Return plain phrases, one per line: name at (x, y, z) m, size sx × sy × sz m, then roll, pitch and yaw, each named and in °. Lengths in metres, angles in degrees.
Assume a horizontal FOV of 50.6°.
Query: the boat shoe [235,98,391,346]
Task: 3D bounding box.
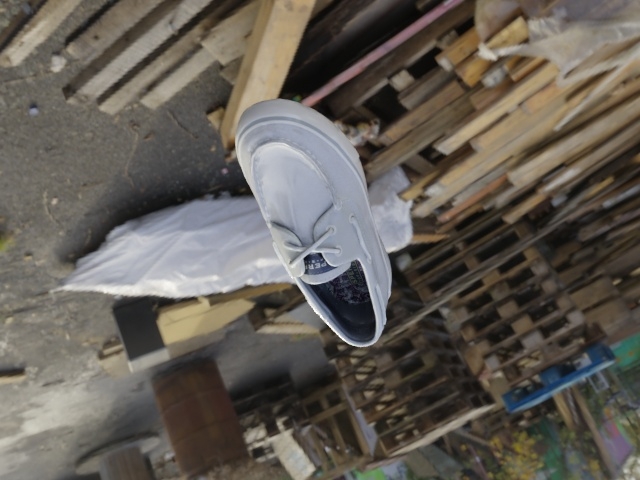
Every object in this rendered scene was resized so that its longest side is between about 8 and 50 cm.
boat shoe at (0.000, 0.000, 0.410) m, size 0.066 × 0.063 × 0.184 m, roll -10°, pitch 137°, yaw 11°
